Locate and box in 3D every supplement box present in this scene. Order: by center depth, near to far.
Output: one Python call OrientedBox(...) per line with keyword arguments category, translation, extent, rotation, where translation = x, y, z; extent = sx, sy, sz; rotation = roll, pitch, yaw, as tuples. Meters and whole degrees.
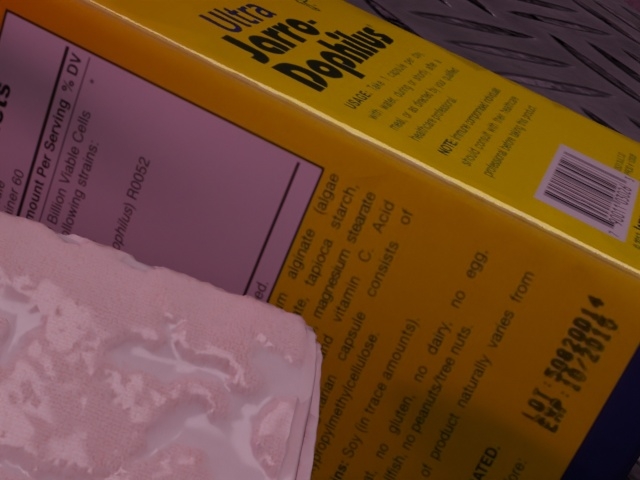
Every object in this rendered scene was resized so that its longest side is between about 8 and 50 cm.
OrientedBox(category="supplement box", translation=(0.000, 0.000, 0.611), extent=(0.357, 0.194, 0.195), rotation=(28, 25, 8))

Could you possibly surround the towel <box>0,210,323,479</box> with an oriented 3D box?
OrientedBox(category="towel", translation=(-0.164, 0.090, 0.345), extent=(0.332, 0.053, 0.317), rotation=(21, 42, -15))
